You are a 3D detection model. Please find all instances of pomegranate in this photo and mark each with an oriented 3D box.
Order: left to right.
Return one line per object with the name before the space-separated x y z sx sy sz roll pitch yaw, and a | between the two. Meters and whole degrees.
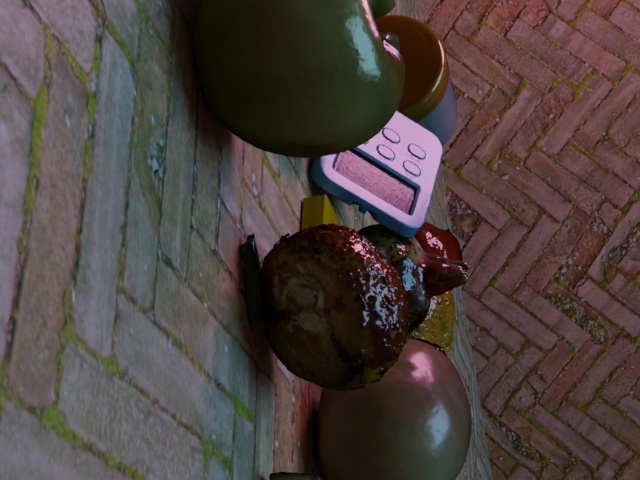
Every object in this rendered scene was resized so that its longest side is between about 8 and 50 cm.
pomegranate | 0.153 0.074 1.818 0.214 0.248 0.214 -6 90 -75

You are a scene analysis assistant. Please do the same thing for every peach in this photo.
peach | 0.124 0.303 1.579 0.292 0.247 0.292 -32 136 -37

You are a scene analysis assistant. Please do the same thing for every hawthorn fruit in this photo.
hawthorn fruit | 0.243 0.072 2.373 0.181 0.181 0.235 67 34 -46

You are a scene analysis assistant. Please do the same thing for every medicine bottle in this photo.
medicine bottle | 0.155 -0.306 2.045 0.232 0.238 0.237 57 29 -63

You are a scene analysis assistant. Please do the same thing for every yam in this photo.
yam | -0.092 0.056 1.334 0.027 0.033 0.129 -7 85 -46

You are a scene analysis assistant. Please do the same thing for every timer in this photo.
timer | 0.108 -0.143 1.824 0.232 0.091 0.250 30 39 -14

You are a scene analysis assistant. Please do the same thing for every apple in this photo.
apple | -0.026 -0.249 1.278 0.292 0.254 0.291 -11 90 -75

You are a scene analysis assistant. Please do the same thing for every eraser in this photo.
eraser | 0.000 0.000 1.670 0.097 0.045 0.122 65 23 -51

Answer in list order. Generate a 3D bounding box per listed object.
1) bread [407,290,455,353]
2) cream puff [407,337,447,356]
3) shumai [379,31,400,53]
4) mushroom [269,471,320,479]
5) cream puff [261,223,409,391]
bread | 0.190 0.191 2.075 0.240 0.139 0.239 -27 124 -50
cream puff | 0.154 0.298 1.824 0.239 0.165 0.239 -179 -90 -75
shumai | -0.009 -0.282 1.663 0.272 0.204 0.222 -36 151 -46
mushroom | 0.022 0.422 1.308 0.236 0.162 0.173 62 23 -49
cream puff | 0.023 0.091 1.344 0.164 0.240 0.240 -7 90 -46
